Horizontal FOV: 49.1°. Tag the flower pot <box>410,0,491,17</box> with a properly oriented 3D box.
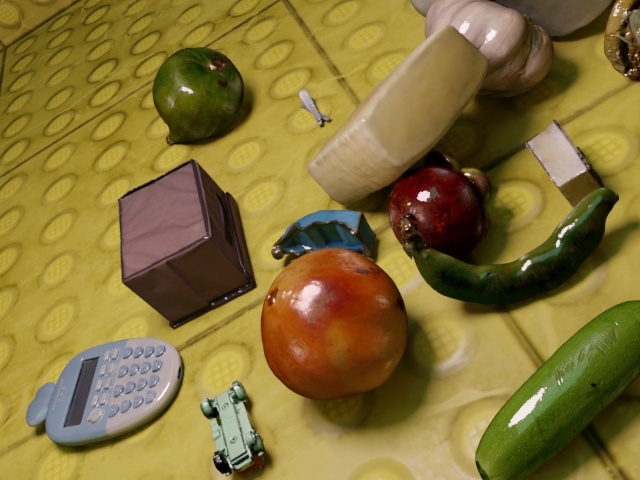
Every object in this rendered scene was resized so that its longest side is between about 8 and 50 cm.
[{"bbox_3d":[0.281,-0.543,1.392,0.246,0.195,0.246,-17,45,18],"label":"flower pot"}]

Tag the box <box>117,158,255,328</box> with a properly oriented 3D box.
[{"bbox_3d":[-0.248,-0.002,1.266,0.188,0.153,0.252,-28,43,10],"label":"box"}]

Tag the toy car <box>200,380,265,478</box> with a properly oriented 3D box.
[{"bbox_3d":[-0.124,0.269,1.002,0.073,0.054,0.143,-33,37,1],"label":"toy car"}]

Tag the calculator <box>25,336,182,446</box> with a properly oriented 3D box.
[{"bbox_3d":[-0.368,0.255,1.187,0.303,0.042,0.188,-17,45,20],"label":"calculator"}]

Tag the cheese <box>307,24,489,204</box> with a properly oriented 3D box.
[{"bbox_3d":[0.118,-0.190,1.129,0.242,0.124,0.265,-54,10,-18],"label":"cheese"}]

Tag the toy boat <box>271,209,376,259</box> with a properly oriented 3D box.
[{"bbox_3d":[0.000,0.000,1.155,0.185,0.075,0.077,1,44,37],"label":"toy boat"}]

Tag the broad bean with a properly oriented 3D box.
[{"bbox_3d":[0.255,0.015,0.939,0.292,0.144,0.049,-8,11,5],"label":"broad bean"}]

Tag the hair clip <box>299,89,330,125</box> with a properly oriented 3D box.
[{"bbox_3d":[-0.016,-0.275,1.457,0.030,0.039,0.115,-39,43,4],"label":"hair clip"}]

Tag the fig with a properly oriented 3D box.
[{"bbox_3d":[-0.284,-0.298,1.592,0.203,0.235,0.203,11,47,-13],"label":"fig"}]

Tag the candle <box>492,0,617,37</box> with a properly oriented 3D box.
[{"bbox_3d":[0.380,-0.481,1.199,0.221,0.343,0.221,-25,56,42],"label":"candle"}]

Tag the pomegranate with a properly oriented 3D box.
[{"bbox_3d":[0.016,0.117,0.946,0.209,0.209,0.209,-18,44,18],"label":"pomegranate"}]

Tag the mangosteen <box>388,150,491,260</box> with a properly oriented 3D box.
[{"bbox_3d":[0.192,-0.051,1.027,0.181,0.156,0.146,-24,17,-7],"label":"mangosteen"}]

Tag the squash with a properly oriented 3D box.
[{"bbox_3d":[0.286,0.170,0.800,0.292,0.082,0.082,-41,41,-7],"label":"squash"}]

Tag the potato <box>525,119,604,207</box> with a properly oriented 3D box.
[{"bbox_3d":[0.358,-0.111,1.022,0.061,0.086,0.122,-37,41,20],"label":"potato"}]

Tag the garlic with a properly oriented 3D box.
[{"bbox_3d":[0.277,-0.323,1.189,0.152,0.228,0.228,-58,40,10],"label":"garlic"}]

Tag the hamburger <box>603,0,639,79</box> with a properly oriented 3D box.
[{"bbox_3d":[0.517,-0.322,1.053,0.185,0.177,0.113,-23,41,-29],"label":"hamburger"}]
